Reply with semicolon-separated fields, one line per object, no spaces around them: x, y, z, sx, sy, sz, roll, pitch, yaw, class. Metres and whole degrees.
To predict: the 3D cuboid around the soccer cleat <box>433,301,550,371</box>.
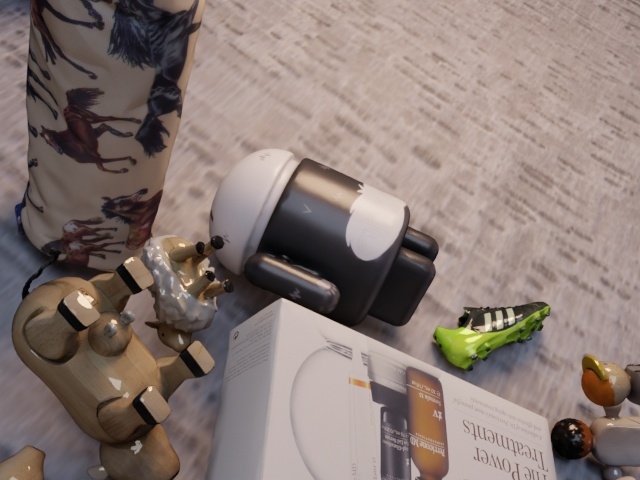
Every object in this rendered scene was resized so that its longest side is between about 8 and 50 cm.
0.230;0.109;0.850;0.179;0.060;0.072;-19;49;-27;soccer cleat

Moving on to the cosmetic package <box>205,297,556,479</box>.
0.077;0.254;0.582;0.377;0.097;0.284;27;49;-28;cosmetic package

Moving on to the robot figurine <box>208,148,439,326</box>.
0.000;0.001;0.789;0.278;0.209;0.173;24;81;1;robot figurine

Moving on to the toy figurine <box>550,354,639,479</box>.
0.337;0.246;0.687;0.148;0.213;0.209;0;50;3;toy figurine

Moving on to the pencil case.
-0.235;-0.157;0.680;0.183;0.410;0.160;42;43;20;pencil case

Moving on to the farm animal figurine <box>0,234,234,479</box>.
-0.189;0.170;0.579;0.330;0.172;0.326;-15;79;-54;farm animal figurine
